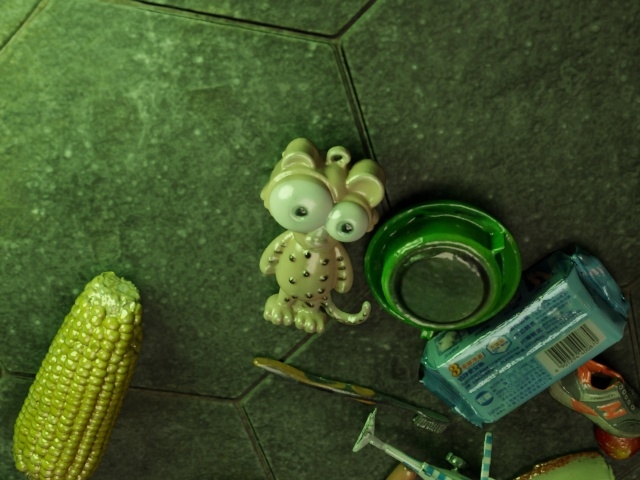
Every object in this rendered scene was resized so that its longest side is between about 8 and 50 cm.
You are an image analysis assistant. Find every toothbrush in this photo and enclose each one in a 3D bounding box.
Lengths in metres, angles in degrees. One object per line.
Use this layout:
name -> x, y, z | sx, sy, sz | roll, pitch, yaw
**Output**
toothbrush -> 0.049, 0.221, 1.716 | 0.321, 0.023, 0.031 | 23, 115, -20

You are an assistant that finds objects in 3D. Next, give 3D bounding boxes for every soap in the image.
soap -> 0.287, 0.137, 1.653 | 0.293, 0.077, 0.156 | -36, 119, 15

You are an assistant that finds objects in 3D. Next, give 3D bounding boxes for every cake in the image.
cake -> 0.378, 0.476, 1.840 | 0.160, 0.158, 0.262 | -6, 124, 1

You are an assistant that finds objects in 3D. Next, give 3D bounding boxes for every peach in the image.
peach -> 0.456, 0.295, 1.795 | 0.077, 0.050, 0.083 | -5, 120, -4

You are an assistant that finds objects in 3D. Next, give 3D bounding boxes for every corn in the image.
corn -> -0.325, 0.203, 1.602 | 0.130, 0.130, 0.347 | 19, 115, -17

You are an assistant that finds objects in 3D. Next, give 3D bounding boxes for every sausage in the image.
sausage -> 0.118, 0.370, 1.814 | 0.034, 0.034, 0.083 | 24, 119, -20

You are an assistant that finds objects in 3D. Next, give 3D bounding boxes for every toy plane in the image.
toy plane -> 0.166, 0.358, 1.759 | 0.273, 0.107, 0.182 | 14, 83, -11

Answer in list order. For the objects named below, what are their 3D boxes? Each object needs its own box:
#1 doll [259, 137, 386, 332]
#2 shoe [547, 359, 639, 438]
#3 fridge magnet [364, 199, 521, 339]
doll -> -0.002, 0.000, 1.511 | 0.154, 0.119, 0.278 | 7, 125, 4
shoe -> 0.421, 0.225, 1.717 | 0.194, 0.074, 0.077 | 28, 139, -19
fridge magnet -> 0.161, 0.039, 1.565 | 0.208, 0.088, 0.208 | 3, 124, 5
